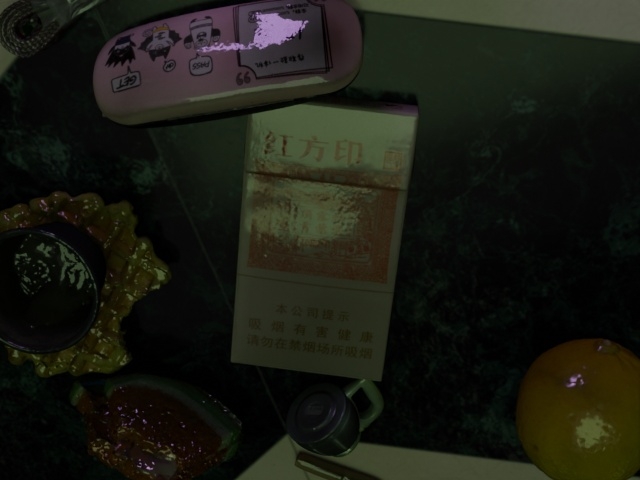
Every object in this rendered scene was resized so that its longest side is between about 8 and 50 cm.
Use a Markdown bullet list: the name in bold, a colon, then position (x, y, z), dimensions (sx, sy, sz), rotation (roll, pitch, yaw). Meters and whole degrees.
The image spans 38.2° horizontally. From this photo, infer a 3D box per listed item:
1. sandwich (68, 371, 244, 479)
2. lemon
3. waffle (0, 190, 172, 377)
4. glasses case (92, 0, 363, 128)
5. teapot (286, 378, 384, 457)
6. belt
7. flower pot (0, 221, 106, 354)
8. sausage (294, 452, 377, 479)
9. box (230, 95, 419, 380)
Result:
- **sandwich**: position (-0.224, 0.241, 1.228), dimensions (0.235, 0.159, 0.079), rotation (30, 121, 5)
- **lemon**: position (0.336, 0.214, 1.165), dimensions (0.178, 0.178, 0.203), rotation (7, 115, 1)
- **waffle**: position (-0.328, 0.063, 1.210), dimensions (0.291, 0.051, 0.291), rotation (1, 112, 2)
- **glasses case**: position (-0.107, -0.202, 1.047), dimensions (0.314, 0.075, 0.122), rotation (-8, 74, 8)
- **teapot**: position (0.027, 0.246, 1.247), dimensions (0.124, 0.092, 0.091), rotation (-21, 134, 21)
- **belt**: position (-0.270, -0.286, 1.055), dimensions (0.232, 0.053, 0.071), rotation (-26, 108, 14)
- **flower pot**: position (-0.330, 0.047, 1.122), dimensions (0.157, 0.107, 0.157), rotation (1, 106, 5)
- **sausage**: position (0.027, 0.334, 1.318), dimensions (0.132, 0.024, 0.024), rotation (21, 113, -4)
- **box**: position (0.000, 0.000, 1.160), dimensions (0.205, 0.051, 0.365), rotation (7, 113, 3)
